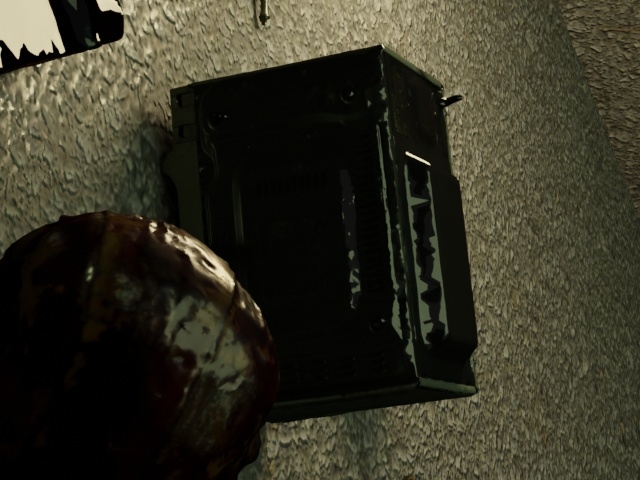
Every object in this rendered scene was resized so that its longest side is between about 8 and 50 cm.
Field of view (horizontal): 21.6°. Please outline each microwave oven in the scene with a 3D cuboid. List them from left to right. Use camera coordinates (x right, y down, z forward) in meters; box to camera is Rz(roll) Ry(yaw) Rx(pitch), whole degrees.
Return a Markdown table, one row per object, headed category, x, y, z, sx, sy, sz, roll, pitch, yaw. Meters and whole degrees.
| category | x | y | z | sx | sy | sz | roll | pitch | yaw |
| --- | --- | --- | --- | --- | --- | --- | --- | --- | --- |
| microwave oven | 0.000 | 0.000 | 1.766 | 0.218 | 0.286 | 0.355 | 19 | 64 | -65 |

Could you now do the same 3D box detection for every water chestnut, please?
| category | x | y | z | sx | sy | sz | roll | pitch | yaw |
| --- | --- | --- | --- | --- | --- | --- | --- | --- | --- |
| water chestnut | -0.176 | 0.109 | 1.282 | 0.244 | 0.289 | 0.289 | -28 | 106 | -40 |

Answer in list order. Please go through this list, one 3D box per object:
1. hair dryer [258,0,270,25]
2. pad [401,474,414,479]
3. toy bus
| category | x | y | z | sx | sy | sz | roll | pitch | yaw |
| --- | --- | --- | --- | --- | --- | --- | --- | --- | --- |
| hair dryer | -0.070 | -0.366 | 2.131 | 0.100 | 0.057 | 0.197 | 31 | 55 | -60 |
| pad | 0.177 | 0.498 | 2.228 | 0.315 | 0.063 | 0.375 | -48 | 123 | -66 |
| toy bus | -0.281 | -0.177 | 1.395 | 0.409 | 0.092 | 0.093 | -36 | 114 | -68 |
